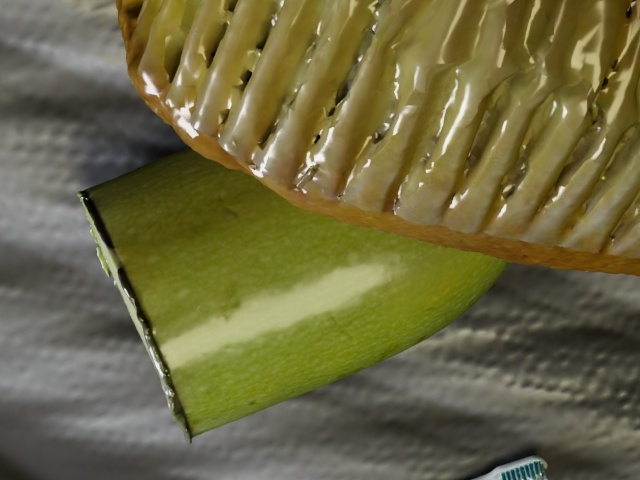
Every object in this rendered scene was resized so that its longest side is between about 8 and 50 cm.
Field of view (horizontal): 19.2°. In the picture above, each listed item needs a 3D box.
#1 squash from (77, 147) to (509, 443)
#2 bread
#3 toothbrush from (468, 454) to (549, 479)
[{"bbox_3d":[0.000,0.000,0.797,0.186,0.123,0.123,-22,122,-2],"label":"squash"},{"bbox_3d":[0.057,-0.087,0.694,0.253,0.227,0.142,5,122,-23],"label":"bread"},{"bbox_3d":[0.018,0.149,0.944,0.204,0.022,0.017,-21,119,4],"label":"toothbrush"}]
